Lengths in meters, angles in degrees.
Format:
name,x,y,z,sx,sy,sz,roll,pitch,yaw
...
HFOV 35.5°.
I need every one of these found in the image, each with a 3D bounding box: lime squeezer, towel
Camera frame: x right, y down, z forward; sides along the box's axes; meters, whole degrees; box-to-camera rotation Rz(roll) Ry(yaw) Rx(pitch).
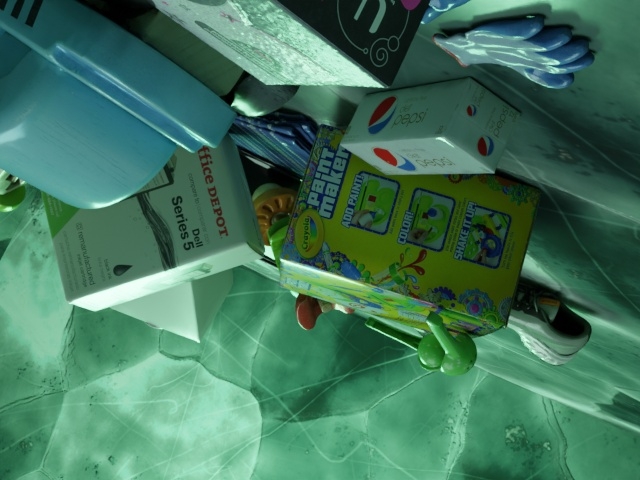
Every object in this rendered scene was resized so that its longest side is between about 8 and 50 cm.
name,x,y,z,sx,sy,sz,roll,pitch,yaw
lime squeezer,0.137,0.135,1.288,0.109,0.059,0.310,18,172,-9
towel,-0.107,-0.165,1.501,0.335,0.040,0.243,22,173,31

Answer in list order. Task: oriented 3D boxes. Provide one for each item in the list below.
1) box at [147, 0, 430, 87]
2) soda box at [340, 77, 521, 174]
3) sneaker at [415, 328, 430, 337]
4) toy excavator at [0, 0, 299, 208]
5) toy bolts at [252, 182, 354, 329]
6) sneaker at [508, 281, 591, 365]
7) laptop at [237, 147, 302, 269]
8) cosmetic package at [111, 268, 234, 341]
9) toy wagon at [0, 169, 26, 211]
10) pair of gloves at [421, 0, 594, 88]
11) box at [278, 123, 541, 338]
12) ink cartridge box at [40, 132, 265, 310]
name,x,y,z,sx,sy,sz,roll,pitch,yaw
box,-0.057,-0.221,0.671,0.247,0.142,0.163,32,168,-35
soda box,0.109,-0.116,1.052,0.073,0.069,0.216,30,169,-24
sneaker,0.202,0.109,2.008,0.146,0.122,0.330,42,176,13
toy excavator,-0.291,-0.121,0.938,0.433,0.445,0.222,32,178,42
toy bolts,0.000,0.000,1.592,0.158,0.218,0.229,-118,15,-48
sneaker,0.332,0.103,1.675,0.271,0.100,0.108,29,147,-3
laptop,-0.057,-0.079,1.793,0.381,0.236,0.408,26,-157,0
cosmetic package,-0.268,-0.008,1.689,0.196,0.155,0.366,20,146,12
toy wagon,-0.283,-0.162,1.266,0.267,0.344,0.068,-35,93,41
pair of gloves,0.123,-0.178,0.808,0.198,0.023,0.159,32,169,-33
box,0.100,0.004,1.303,0.279,0.177,0.290,17,171,-1
ink cartridge box,-0.240,-0.036,1.431,0.272,0.199,0.115,-18,167,6
